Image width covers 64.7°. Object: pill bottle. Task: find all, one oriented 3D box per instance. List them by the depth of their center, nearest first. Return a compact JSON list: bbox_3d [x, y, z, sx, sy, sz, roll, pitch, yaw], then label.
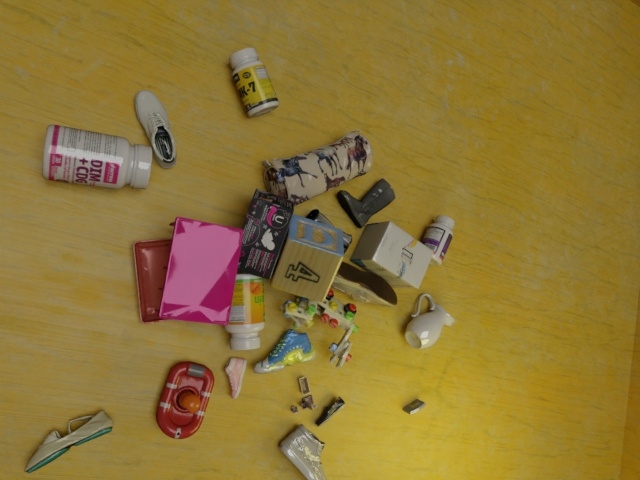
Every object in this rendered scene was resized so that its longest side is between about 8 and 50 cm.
[{"bbox_3d":[-0.656,-0.238,1.498,0.283,0.160,0.160,6,84,-26],"label":"pill bottle"},{"bbox_3d":[-0.253,0.232,1.677,0.137,0.136,0.245,-1,87,-26],"label":"pill bottle"},{"bbox_3d":[-0.233,-0.545,1.749,0.119,0.119,0.208,-25,97,-25],"label":"pill bottle"},{"bbox_3d":[0.476,-0.003,2.064,0.108,0.108,0.193,33,73,-20],"label":"pill bottle"}]

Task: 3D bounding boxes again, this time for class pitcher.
[{"bbox_3d":[0.416,0.322,2.019,0.207,0.125,0.177,-31,80,-35],"label":"pitcher"}]

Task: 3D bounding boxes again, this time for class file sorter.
[{"bbox_3d":[-0.381,0.095,1.547,0.202,0.182,0.290,12,82,-26],"label":"file sorter"}]

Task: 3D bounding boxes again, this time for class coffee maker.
[{"bbox_3d":[0.000,0.000,1.841,0.178,0.120,0.171,39,111,-18],"label":"coffee maker"}]

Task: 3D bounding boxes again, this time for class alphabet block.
[{"bbox_3d":[-0.044,0.058,1.698,0.194,0.192,0.197,18,118,-7],"label":"alphabet block"}]

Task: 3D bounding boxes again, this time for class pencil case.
[{"bbox_3d":[-0.003,-0.264,1.820,0.410,0.160,0.183,-26,113,-25],"label":"pencil case"}]

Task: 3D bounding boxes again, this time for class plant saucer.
[{"bbox_3d":[-0.460,0.121,1.634,0.259,0.048,0.258,-6,90,-26],"label":"plant saucer"}]

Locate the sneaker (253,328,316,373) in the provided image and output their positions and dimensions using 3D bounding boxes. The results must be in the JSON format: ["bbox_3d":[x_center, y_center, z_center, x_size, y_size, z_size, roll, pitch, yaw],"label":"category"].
[{"bbox_3d":[-0.134,0.382,1.763,0.240,0.091,0.126,-8,78,-33],"label":"sneaker"}]

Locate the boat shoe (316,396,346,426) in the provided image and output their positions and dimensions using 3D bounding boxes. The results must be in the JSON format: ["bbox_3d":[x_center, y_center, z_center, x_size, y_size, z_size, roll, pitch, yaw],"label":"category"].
[{"bbox_3d":[0.033,0.626,1.845,0.133,0.049,0.042,-39,75,-16],"label":"boat shoe"}]

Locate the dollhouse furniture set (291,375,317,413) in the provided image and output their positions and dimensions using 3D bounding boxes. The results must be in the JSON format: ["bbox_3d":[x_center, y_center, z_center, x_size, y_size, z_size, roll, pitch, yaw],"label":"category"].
[{"bbox_3d":[-0.059,0.547,1.781,0.091,0.081,0.114,-14,93,-26],"label":"dollhouse furniture set"}]

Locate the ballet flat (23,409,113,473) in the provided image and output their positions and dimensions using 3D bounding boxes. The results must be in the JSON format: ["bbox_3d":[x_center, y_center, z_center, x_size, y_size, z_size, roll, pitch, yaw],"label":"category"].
[{"bbox_3d":[-0.732,0.572,1.463,0.249,0.086,0.086,-23,97,-27],"label":"ballet flat"}]

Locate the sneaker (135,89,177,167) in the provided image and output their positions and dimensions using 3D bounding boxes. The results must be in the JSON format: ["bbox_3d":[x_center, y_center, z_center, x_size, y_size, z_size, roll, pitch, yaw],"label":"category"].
[{"bbox_3d":[-0.515,-0.362,1.614,0.094,0.091,0.258,-24,97,-25],"label":"sneaker"}]

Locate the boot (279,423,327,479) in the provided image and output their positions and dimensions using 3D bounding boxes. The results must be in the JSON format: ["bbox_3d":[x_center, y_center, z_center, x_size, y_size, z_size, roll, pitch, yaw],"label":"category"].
[{"bbox_3d":[-0.020,0.766,1.776,0.123,0.095,0.258,-43,104,-15],"label":"boot"}]

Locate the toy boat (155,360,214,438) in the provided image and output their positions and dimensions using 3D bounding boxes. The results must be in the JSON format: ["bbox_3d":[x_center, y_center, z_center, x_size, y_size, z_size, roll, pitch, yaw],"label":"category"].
[{"bbox_3d":[-0.414,0.500,1.572,0.151,0.151,0.231,21,78,-23],"label":"toy boat"}]

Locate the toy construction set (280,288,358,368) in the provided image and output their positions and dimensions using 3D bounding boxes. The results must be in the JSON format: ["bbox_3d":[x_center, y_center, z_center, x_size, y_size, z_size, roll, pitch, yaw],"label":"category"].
[{"bbox_3d":[0.017,0.283,1.779,0.327,0.151,0.215,47,34,-14],"label":"toy construction set"}]

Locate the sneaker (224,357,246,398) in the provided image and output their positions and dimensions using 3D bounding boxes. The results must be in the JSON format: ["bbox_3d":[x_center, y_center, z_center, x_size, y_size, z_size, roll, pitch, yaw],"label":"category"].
[{"bbox_3d":[-0.296,0.457,1.690,0.070,0.051,0.134,19,75,-22],"label":"sneaker"}]

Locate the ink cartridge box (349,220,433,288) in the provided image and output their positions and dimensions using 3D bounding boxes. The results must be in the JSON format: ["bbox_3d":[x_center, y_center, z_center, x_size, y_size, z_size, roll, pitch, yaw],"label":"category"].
[{"bbox_3d":[0.273,0.059,1.926,0.233,0.171,0.168,33,74,-21],"label":"ink cartridge box"}]

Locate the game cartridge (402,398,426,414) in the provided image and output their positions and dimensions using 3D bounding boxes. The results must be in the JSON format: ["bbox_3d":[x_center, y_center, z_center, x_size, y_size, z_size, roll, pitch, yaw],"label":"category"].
[{"bbox_3d":[0.374,0.658,2.000,0.083,0.056,0.017,-23,104,-26],"label":"game cartridge"}]

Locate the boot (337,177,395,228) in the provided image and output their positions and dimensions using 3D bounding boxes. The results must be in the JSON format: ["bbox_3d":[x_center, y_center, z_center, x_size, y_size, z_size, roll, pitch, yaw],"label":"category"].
[{"bbox_3d":[0.181,-0.172,1.951,0.208,0.076,0.189,-42,119,-15],"label":"boot"}]

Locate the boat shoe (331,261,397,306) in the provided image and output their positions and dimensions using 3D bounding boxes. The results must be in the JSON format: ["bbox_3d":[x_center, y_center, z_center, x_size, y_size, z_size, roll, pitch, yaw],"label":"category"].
[{"bbox_3d":[0.153,0.179,1.905,0.302,0.098,0.109,26,42,-21],"label":"boat shoe"}]

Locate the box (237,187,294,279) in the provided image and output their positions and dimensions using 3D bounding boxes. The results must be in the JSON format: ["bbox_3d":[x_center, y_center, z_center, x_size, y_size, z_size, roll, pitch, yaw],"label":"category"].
[{"bbox_3d":[-0.187,-0.024,1.654,0.142,0.163,0.247,20,104,-8],"label":"box"}]
